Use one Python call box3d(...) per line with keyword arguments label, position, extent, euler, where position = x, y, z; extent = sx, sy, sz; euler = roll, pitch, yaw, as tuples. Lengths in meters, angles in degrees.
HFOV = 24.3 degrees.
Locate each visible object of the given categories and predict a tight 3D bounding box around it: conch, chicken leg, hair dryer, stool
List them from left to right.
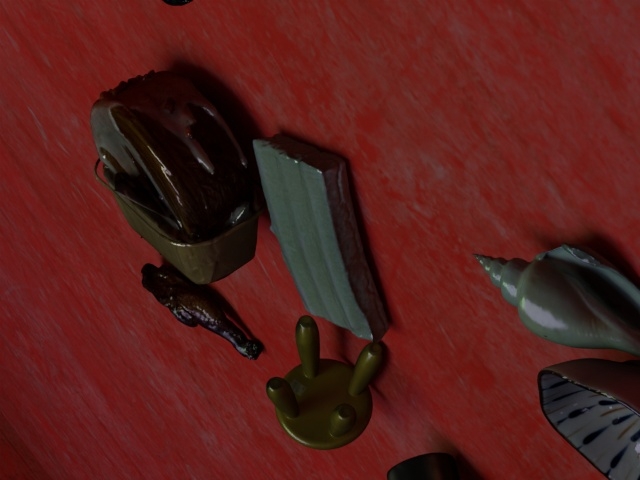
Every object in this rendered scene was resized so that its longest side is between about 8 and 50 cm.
box3d(label="chicken leg", position=(-0.159, 0.087, 1.901), extent=(0.205, 0.053, 0.093), euler=(39, 175, 41))
box3d(label="stool", position=(0.005, 0.160, 1.632), extent=(0.110, 0.135, 0.134), euler=(91, 158, -62))
box3d(label="hair dryer", position=(0.154, 0.368, 1.652), extent=(0.248, 0.077, 0.196), euler=(57, -164, -58))
box3d(label="conch", position=(0.205, 0.041, 1.221), extent=(0.180, 0.065, 0.088), euler=(24, 108, 21))

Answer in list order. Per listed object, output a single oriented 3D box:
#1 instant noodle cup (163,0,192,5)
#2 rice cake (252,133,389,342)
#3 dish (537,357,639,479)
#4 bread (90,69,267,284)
box3d(label="instant noodle cup", position=(-0.109, -0.293, 1.258), extent=(0.151, 0.122, 0.151), euler=(37, 149, 26))
box3d(label="rice cake", position=(0.000, 0.000, 1.530), extent=(0.127, 0.043, 0.237), euler=(26, 142, 46))
box3d(label="dish", position=(0.269, 0.150, 1.220), extent=(0.190, 0.066, 0.191), euler=(39, 163, 14))
box3d(label="bread", position=(-0.163, -0.071, 1.592), extent=(0.224, 0.142, 0.212), euler=(37, 151, 42))
